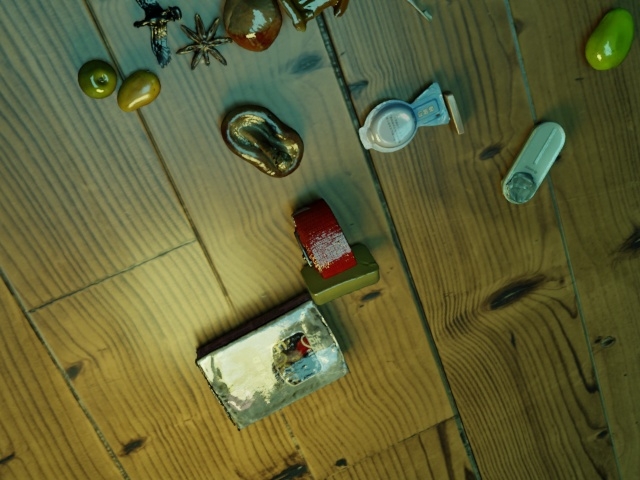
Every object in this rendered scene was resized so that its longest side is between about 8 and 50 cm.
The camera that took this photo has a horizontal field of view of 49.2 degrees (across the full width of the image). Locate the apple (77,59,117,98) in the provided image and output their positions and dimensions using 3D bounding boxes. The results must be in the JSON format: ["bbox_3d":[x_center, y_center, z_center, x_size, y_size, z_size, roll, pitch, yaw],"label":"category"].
[{"bbox_3d":[-0.514,-0.373,1.618,0.090,0.074,0.089,-7,102,-32],"label":"apple"}]

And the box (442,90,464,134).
[{"bbox_3d":[0.356,-0.340,1.858,0.025,0.048,0.115,-23,112,2],"label":"box"}]

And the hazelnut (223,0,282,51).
[{"bbox_3d":[-0.152,-0.519,1.624,0.143,0.143,0.154,-10,88,-10],"label":"hazelnut"}]

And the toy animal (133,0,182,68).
[{"bbox_3d":[-0.379,-0.512,1.618,0.108,0.062,0.220,-15,114,11],"label":"toy animal"}]

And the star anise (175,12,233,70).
[{"bbox_3d":[-0.276,-0.470,1.659,0.141,0.042,0.141,-4,110,-13],"label":"star anise"}]

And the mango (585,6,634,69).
[{"bbox_3d":[0.782,-0.534,1.874,0.117,0.089,0.163,32,98,-22],"label":"mango"}]

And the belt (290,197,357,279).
[{"bbox_3d":[0.000,0.000,1.830,0.124,0.128,0.200,-26,88,-4],"label":"belt"}]

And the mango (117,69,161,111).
[{"bbox_3d":[-0.430,-0.351,1.652,0.114,0.060,0.080,-45,110,8],"label":"mango"}]

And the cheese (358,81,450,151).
[{"bbox_3d":[0.216,-0.313,1.831,0.245,0.052,0.135,-26,115,-5],"label":"cheese"}]

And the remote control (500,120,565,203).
[{"bbox_3d":[0.592,-0.218,1.957,0.104,0.052,0.247,25,102,-19],"label":"remote control"}]

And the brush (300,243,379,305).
[{"bbox_3d":[0.054,0.092,1.891,0.197,0.123,0.059,-22,132,-5],"label":"brush"}]

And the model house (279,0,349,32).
[{"bbox_3d":[-0.018,-0.628,1.593,0.229,0.199,0.219,-35,126,4],"label":"model house"}]

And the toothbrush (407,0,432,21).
[{"bbox_3d":[0.211,-0.614,1.745,0.194,0.014,0.017,36,97,-22],"label":"toothbrush"}]

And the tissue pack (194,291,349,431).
[{"bbox_3d":[-0.130,0.330,1.934,0.361,0.122,0.259,-26,110,-2],"label":"tissue pack"}]

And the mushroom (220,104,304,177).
[{"bbox_3d":[-0.126,-0.227,1.685,0.227,0.217,0.148,26,102,-20],"label":"mushroom"}]
